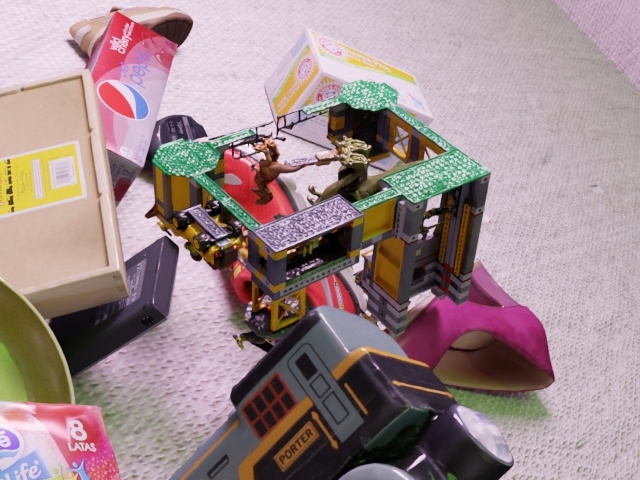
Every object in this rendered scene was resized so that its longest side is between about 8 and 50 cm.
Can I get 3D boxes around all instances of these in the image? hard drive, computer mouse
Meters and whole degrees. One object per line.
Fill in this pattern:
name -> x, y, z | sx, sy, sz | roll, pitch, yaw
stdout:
hard drive -> -0.180, 0.061, 0.894 | 0.022, 0.135, 0.094 | 45, 25, -30
computer mouse -> -0.132, -0.106, 1.261 | 0.242, 0.041, 0.071 | -1, 71, -58

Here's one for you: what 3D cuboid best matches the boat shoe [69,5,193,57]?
boat shoe -> -0.237, -0.271, 1.329 | 0.072, 0.068, 0.190 | 37, 29, 16

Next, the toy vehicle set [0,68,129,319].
toy vehicle set -> -0.266, -0.039, 0.923 | 0.166, 0.035, 0.267 | -14, 49, -5

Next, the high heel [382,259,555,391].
high heel -> 0.163, 0.145, 1.190 | 0.181, 0.127, 0.377 | 53, 36, 6

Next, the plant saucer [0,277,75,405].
plant saucer -> -0.289, 0.120, 0.715 | 0.241, 0.037, 0.241 | 13, 63, -27

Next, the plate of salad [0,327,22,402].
plate of salad -> -0.300, 0.103, 0.769 | 0.200, 0.048, 0.200 | 13, 62, -26

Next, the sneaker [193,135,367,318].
sneaker -> -0.063, 0.006, 1.121 | 0.279, 0.107, 0.118 | 48, 39, 3

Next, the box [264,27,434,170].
box -> 0.040, -0.197, 1.490 | 0.203, 0.114, 0.103 | 17, 38, -33

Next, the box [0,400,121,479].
box -> -0.206, 0.206, 0.557 | 0.123, 0.257, 0.128 | 9, 43, -40

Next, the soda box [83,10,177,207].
soda box -> -0.226, -0.140, 1.140 | 0.083, 0.092, 0.263 | 27, 33, -18

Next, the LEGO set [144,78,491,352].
LEGO set -> 0.000, 0.000, 1.033 | 0.331, 0.192, 0.255 | -29, 49, -35

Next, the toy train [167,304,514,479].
toy train -> -0.027, 0.202, 0.707 | 0.142, 0.334, 0.190 | 21, 27, -53
